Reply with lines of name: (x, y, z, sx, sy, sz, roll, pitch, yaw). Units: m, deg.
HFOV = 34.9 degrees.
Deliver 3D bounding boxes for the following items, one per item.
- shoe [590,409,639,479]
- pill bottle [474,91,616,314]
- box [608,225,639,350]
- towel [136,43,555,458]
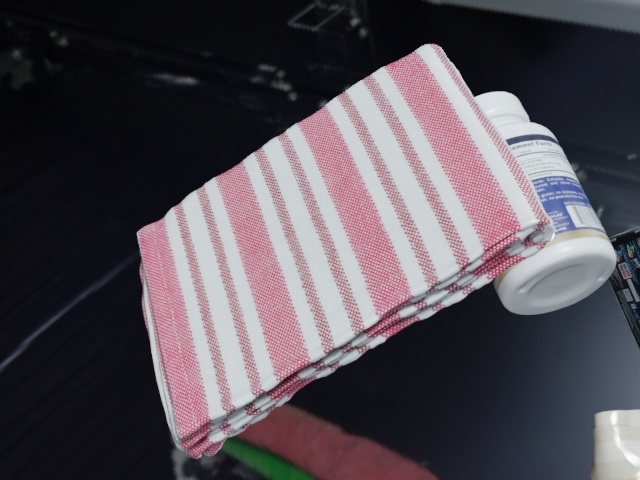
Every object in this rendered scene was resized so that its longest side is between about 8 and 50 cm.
shoe: (0.263, 0.140, 0.734, 0.076, 0.219, 0.058, -31, -111, 40)
pill bottle: (0.159, -0.034, 0.813, 0.094, 0.094, 0.169, 107, -30, -53)
box: (0.425, 0.083, 1.214, 0.175, 0.051, 0.220, 135, -67, -76)
towel: (0.000, 0.000, 0.483, 0.029, 0.197, 0.144, 46, 17, -44)
